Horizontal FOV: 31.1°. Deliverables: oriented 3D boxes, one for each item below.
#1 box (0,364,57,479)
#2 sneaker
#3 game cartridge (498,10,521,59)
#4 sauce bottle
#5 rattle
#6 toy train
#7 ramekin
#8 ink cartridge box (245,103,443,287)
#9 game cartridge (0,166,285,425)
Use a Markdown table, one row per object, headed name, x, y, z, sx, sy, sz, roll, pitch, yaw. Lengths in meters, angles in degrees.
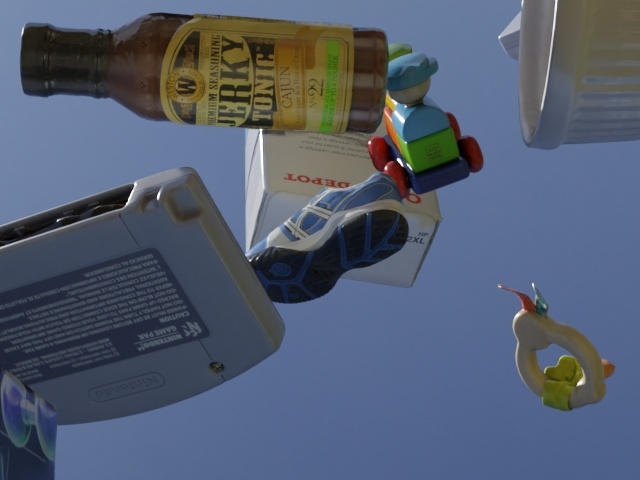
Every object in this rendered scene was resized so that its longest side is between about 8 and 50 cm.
| name | x | y | z | sx | sy | sz | roll | pitch | yaw |
| --- | --- | --- | --- | --- | --- | --- | --- | --- | --- |
| box | -0.254 | 0.217 | 0.433 | 0.212 | 0.293 | 0.395 | -9 | -116 | 7 |
| sneaker | 0.000 | 0.000 | 1.177 | 0.080 | 0.211 | 0.081 | 47 | -148 | -36 |
| game cartridge | 0.406 | -0.358 | 1.656 | 0.060 | 0.294 | 0.196 | 58 | -138 | -11 |
| sauce bottle | -0.110 | -0.162 | 1.104 | 0.345 | 0.111 | 0.111 | 1 | -115 | -5 |
| rattle | 0.329 | 0.118 | 1.553 | 0.143 | 0.130 | 0.199 | -30 | -88 | -26 |
| toy train | 0.092 | -0.157 | 1.286 | 0.105 | 0.248 | 0.143 | -19 | -64 | -1 |
| ramekin | 0.211 | -0.167 | 0.834 | 0.109 | 0.207 | 0.207 | 4 | -118 | 3 |
| ink cartridge box | 0.018 | -0.096 | 1.513 | 0.223 | 0.129 | 0.307 | 9 | -141 | -11 |
| game cartridge | -0.191 | 0.063 | 0.970 | 0.062 | 0.297 | 0.198 | -82 | -30 | -50 |
